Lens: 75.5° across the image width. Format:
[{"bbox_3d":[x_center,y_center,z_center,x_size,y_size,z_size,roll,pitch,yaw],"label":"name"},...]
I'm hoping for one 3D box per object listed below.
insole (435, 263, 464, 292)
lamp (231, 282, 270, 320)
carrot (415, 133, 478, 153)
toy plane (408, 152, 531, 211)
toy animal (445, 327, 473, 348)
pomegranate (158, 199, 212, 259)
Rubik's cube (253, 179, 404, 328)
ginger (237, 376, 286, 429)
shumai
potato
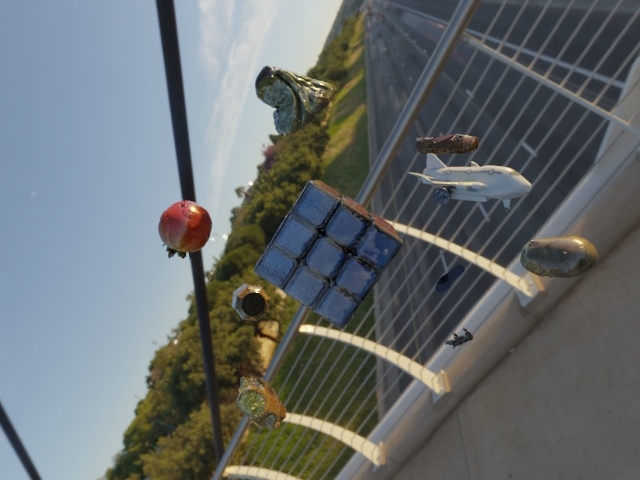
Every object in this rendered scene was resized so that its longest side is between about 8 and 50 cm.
[{"bbox_3d":[0.614,0.182,1.968,0.188,0.004,0.064,-52,58,33],"label":"insole"},{"bbox_3d":[-0.303,0.265,1.793,0.161,0.161,0.185,-68,14,-9],"label":"lamp"},{"bbox_3d":[0.437,-0.336,1.452,0.228,0.069,0.069,10,74,44],"label":"carrot"},{"bbox_3d":[0.336,-0.128,0.930,0.251,0.255,0.101,-22,-56,-44],"label":"toy plane"},{"bbox_3d":[0.633,0.455,1.899,0.135,0.065,0.047,-34,17,22],"label":"toy animal"},{"bbox_3d":[-0.531,-0.040,1.621,0.210,0.210,0.235,-116,46,-79],"label":"pomegranate"},{"bbox_3d":[0.026,0.022,1.217,0.301,0.305,0.304,-56,0,11],"label":"Rubik's cube"},{"bbox_3d":[-0.221,0.598,1.562,0.123,0.219,0.270,-49,2,-1],"label":"ginger"},{"bbox_3d":[-0.119,-0.603,1.650,0.304,0.263,0.309,-42,26,1],"label":"shumai"},{"bbox_3d":[0.840,0.059,1.461,0.262,0.165,0.165,-4,61,60],"label":"potato"}]
